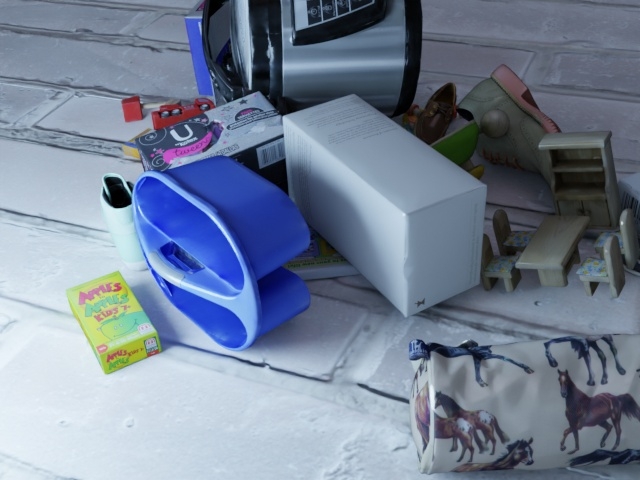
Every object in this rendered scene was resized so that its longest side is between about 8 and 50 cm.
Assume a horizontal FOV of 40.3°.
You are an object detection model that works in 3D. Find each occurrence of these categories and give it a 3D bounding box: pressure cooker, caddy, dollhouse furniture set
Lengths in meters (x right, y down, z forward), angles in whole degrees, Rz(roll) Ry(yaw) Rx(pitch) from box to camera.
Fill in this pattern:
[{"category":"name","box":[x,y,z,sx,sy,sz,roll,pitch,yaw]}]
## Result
[{"category":"pressure cooker","box":[-0.029,-0.412,1.770,0.420,0.376,0.370,-3,25,-7]},{"category":"caddy","box":[-0.166,0.018,1.323,0.179,0.241,0.341,-23,39,-33]},{"category":"dollhouse furniture set","box":[0.377,-0.044,1.358,0.212,0.161,0.242,2,33,36]}]

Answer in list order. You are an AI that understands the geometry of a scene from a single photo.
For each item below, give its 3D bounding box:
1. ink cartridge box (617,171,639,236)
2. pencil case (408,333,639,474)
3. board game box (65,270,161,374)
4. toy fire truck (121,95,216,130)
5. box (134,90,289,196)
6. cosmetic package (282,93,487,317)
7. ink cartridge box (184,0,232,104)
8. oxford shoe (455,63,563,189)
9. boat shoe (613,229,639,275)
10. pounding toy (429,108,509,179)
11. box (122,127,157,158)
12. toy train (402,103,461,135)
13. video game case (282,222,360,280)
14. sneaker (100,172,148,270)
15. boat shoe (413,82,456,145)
[{"category":"ink cartridge box","box":[0.734,-0.053,1.430,0.384,0.091,0.308,-21,39,-19]},{"category":"pencil case","box":[0.314,0.189,1.092,0.410,0.160,0.184,-4,51,2]},{"category":"board game box","box":[-0.325,0.124,1.360,0.092,0.043,0.181,-22,39,-21]},{"category":"toy fire truck","box":[-0.332,-0.283,1.916,0.192,0.047,0.135,-13,33,-15]},{"category":"box","box":[-0.178,-0.131,1.542,0.247,0.163,0.142,-25,48,-18]},{"category":"cosmetic package","box":[0.091,-0.068,1.405,0.155,0.197,0.365,-21,41,-24]},{"category":"ink cartridge box","box":[-0.243,-0.446,1.975,0.069,0.176,0.371,-5,27,5]},{"category":"oxford shoe","box":[0.380,-0.171,1.638,0.146,0.140,0.397,-34,40,12]},{"category":"boat shoe","box":[0.533,0.028,1.363,0.075,0.065,0.206,-21,38,-19]},{"category":"pounding toy","box":[0.238,-0.132,1.566,0.237,0.110,0.183,-31,1,-39]},{"category":"box","box":[-0.333,-0.191,1.807,0.136,0.028,0.081,17,41,30]},{"category":"toy train","box":[0.227,-0.252,1.803,0.125,0.046,0.166,6,37,16]},{"category":"video game case","box":[0.000,0.000,1.506,0.212,0.023,0.193,-6,36,-3]},{"category":"sneaker","box":[-0.346,-0.076,1.545,0.094,0.151,0.256,-18,36,-14]},{"category":"boat shoe","box":[0.232,-0.251,1.738,0.064,0.060,0.178,26,50,-2]}]
